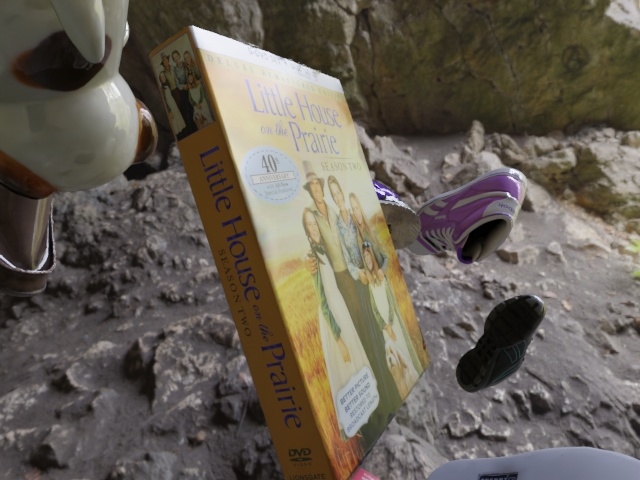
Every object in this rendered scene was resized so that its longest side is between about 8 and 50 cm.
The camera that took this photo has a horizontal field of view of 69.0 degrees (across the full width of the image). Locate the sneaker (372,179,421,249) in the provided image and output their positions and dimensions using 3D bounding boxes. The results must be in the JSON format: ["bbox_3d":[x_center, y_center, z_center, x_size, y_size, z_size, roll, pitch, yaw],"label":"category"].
[{"bbox_3d":[0.027,-0.080,0.824,0.293,0.102,0.146,23,24,-12],"label":"sneaker"}]

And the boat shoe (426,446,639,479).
[{"bbox_3d":[0.225,0.281,0.470,0.267,0.088,0.096,-32,8,42],"label":"boat shoe"}]

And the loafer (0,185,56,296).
[{"bbox_3d":[-0.512,-0.081,0.765,0.130,0.366,0.133,-36,-25,21],"label":"loafer"}]

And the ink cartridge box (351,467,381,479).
[{"bbox_3d":[0.003,0.465,0.586,0.117,0.207,0.283,31,18,22],"label":"ink cartridge box"}]

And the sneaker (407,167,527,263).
[{"bbox_3d":[0.238,-0.012,0.854,0.282,0.102,0.161,-42,15,52],"label":"sneaker"}]

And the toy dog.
[{"bbox_3d":[-0.327,-0.247,0.570,0.395,0.408,0.284,36,53,16],"label":"toy dog"}]

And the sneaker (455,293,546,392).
[{"bbox_3d":[0.408,0.228,1.031,0.106,0.268,0.101,16,28,-30],"label":"sneaker"}]

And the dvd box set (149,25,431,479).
[{"bbox_3d":[0.000,0.000,0.535,0.062,0.421,0.307,-18,-2,29],"label":"dvd box set"}]
